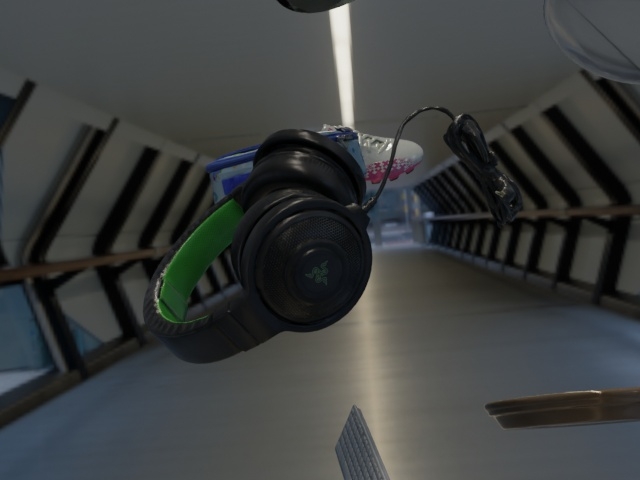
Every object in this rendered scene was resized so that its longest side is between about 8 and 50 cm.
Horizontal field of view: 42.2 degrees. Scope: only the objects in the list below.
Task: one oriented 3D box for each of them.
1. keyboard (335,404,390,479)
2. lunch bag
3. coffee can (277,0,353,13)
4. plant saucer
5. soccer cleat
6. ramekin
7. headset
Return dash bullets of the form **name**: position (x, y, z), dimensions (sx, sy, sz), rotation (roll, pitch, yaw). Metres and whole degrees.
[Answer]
- **keyboard**: position (0.053, 0.288, 0.997), dimensions (0.014, 0.072, 0.256), rotation (24, 12, -15)
- **lunch bag**: position (-0.053, -0.108, 1.263), dimensions (0.218, 0.090, 0.176), rotation (-10, 5, 36)
- **coffee can**: position (-0.027, -0.456, 1.029), dimensions (0.201, 0.275, 0.201), rotation (-24, -18, -8)
- **plant saucer**: position (0.363, 0.229, 1.123), dimensions (0.277, 0.041, 0.278), rotation (-3, -14, -1)
- **soccer cleat**: position (0.072, -0.208, 1.931), dimensions (0.331, 0.143, 0.116), rotation (-8, 36, 6)
- **ramekin**: position (0.493, -0.378, 1.274), dimensions (0.272, 0.127, 0.273), rotation (22, -26, 11)
- **headset**: position (0.000, 0.000, 0.854), dimensions (0.394, 0.185, 0.243), rotation (-31, 29, 19)
